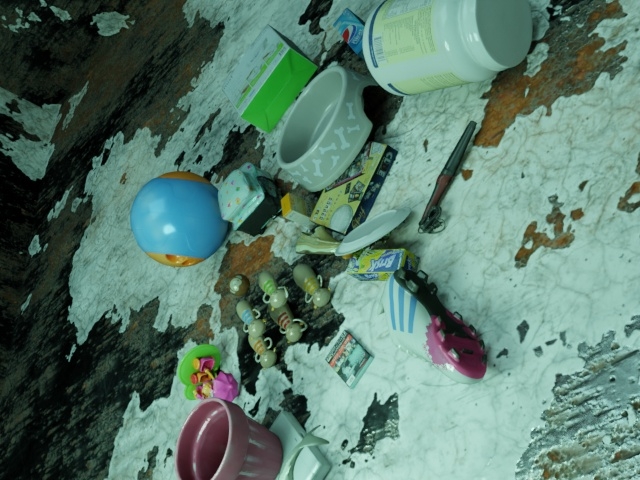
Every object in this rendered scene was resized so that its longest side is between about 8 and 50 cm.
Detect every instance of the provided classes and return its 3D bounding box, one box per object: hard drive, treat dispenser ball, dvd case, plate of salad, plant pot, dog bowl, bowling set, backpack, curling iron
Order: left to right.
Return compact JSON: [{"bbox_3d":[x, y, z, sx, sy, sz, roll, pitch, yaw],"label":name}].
[{"bbox_3d":[-0.419,-0.063,2.207,0.288,0.288,0.288,-28,48,37],"label":"treat dispenser ball"},{"bbox_3d":[-0.190,0.465,1.625,0.201,0.180,0.201,-29,47,36],"label":"plant pot"},{"bbox_3d":[-0.208,-0.127,2.120,0.166,0.144,0.188,-49,35,27],"label":"backpack"},{"bbox_3d":[-0.134,0.174,1.804,0.287,0.200,0.154,-58,38,13],"label":"bowling set"},{"bbox_3d":[-0.115,0.565,1.658,0.307,0.040,0.203,-57,37,6],"label":"hard drive"},{"bbox_3d":[0.008,-0.305,1.953,0.349,0.102,0.348,-41,33,35],"label":"dog bowl"},{"bbox_3d":[0.063,0.264,1.655,0.087,0.013,0.119,-58,36,7],"label":"dvd case"},{"bbox_3d":[0.122,-0.013,1.671,0.200,0.048,0.200,-31,10,6],"label":"plate of salad"},{"bbox_3d":[0.284,-0.134,1.619,0.068,0.035,0.274,20,85,49],"label":"curling iron"}]

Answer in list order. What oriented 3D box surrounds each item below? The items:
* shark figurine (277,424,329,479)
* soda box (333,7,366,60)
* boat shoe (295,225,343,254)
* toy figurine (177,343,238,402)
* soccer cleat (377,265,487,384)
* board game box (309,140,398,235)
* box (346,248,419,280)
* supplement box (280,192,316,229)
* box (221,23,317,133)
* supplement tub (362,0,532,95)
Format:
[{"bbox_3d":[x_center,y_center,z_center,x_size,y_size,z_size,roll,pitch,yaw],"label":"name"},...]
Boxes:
[{"bbox_3d":[-0.049,0.526,1.511,0.166,0.116,0.278,-8,74,0],"label":"shark figurine"},{"bbox_3d":[0.110,-0.570,2.070,0.067,0.071,0.210,-49,39,18],"label":"soda box"},{"bbox_3d":[0.000,0.000,1.836,0.190,0.068,0.072,1,86,51],"label":"boat shoe"},{"bbox_3d":[-0.282,0.383,1.930,0.159,0.130,0.173,33,116,44],"label":"toy figurine"},{"bbox_3d":[0.213,0.191,1.458,0.143,0.116,0.331,-65,31,25],"label":"soccer cleat"},{"bbox_3d":[0.080,-0.135,1.858,0.165,0.042,0.243,24,87,53],"label":"board game box"},{"bbox_3d":[0.139,0.056,1.660,0.169,0.054,0.059,-3,66,49],"label":"box"},{"bbox_3d":[-0.053,-0.077,1.934,0.036,0.098,0.062,-40,43,32],"label":"supplement box"},{"bbox_3d":[-0.168,-0.510,2.320,0.262,0.127,0.231,-52,37,14],"label":"box"},{"bbox_3d":[0.280,-0.460,1.658,0.325,0.235,0.235,1,69,50],"label":"supplement tub"}]
